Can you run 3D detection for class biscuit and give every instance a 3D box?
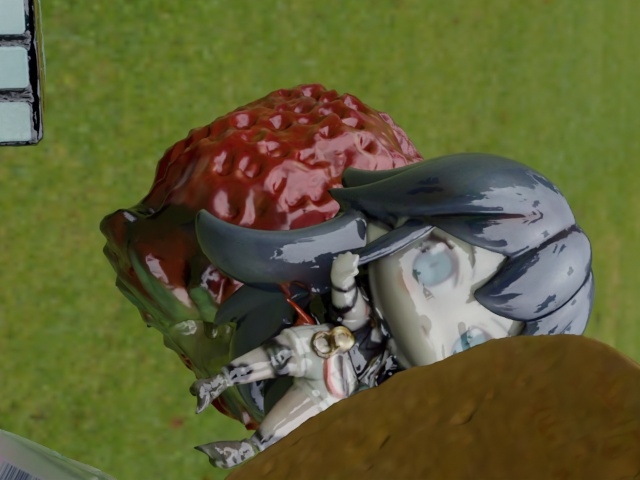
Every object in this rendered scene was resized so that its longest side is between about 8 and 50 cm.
[{"bbox_3d":[0.026,0.212,0.750,0.062,0.385,0.365,51,15,-30],"label":"biscuit"}]

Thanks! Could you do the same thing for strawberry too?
[{"bbox_3d":[0.000,0.005,1.328,0.310,0.292,0.292,-39,139,-18],"label":"strawberry"}]

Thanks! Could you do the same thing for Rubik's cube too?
[{"bbox_3d":[-0.330,-0.186,1.408,0.160,0.162,0.163,-104,-167,-57],"label":"Rubik's cube"}]

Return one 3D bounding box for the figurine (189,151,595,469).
[{"bbox_3d":[0.043,0.044,1.015,0.197,0.265,0.175,-101,179,-54],"label":"figurine"}]

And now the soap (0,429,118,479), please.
[{"bbox_3d":[-0.251,0.307,1.477,0.199,0.138,0.182,-64,147,-10],"label":"soap"}]
